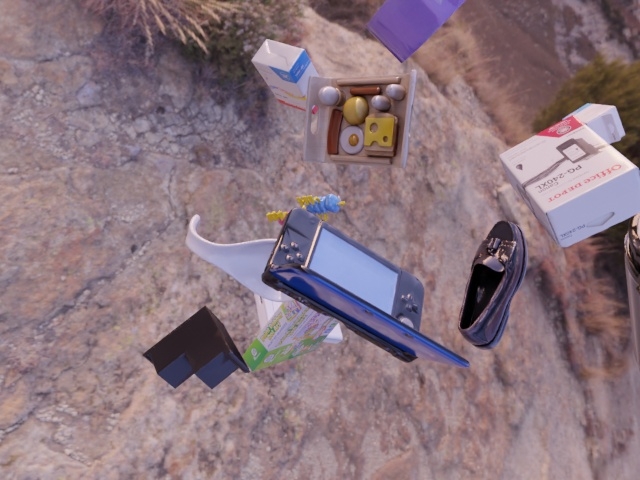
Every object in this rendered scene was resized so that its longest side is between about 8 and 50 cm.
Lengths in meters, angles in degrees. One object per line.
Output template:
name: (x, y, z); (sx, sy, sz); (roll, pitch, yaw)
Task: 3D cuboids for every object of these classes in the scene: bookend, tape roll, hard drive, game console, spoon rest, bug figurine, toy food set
bookend: (-0.240, 0.233, 1.049); (0.156, 0.157, 0.072); (-38, 130, -7)
tape roll: (0.160, -0.361, 0.808); (0.080, 0.189, 0.189); (42, 41, -10)
hard drive: (-0.078, 0.230, 1.901); (0.353, 0.047, 0.233); (18, 47, -44)
game console: (0.077, 0.060, 0.849); (0.293, 0.173, 0.250); (31, 45, -14)
spoon rest: (-0.150, 0.035, 1.089); (0.084, 0.276, 0.137); (-53, 163, -64)
bug figurine: (0.000, 0.000, 1.238); (0.072, 0.216, 0.279); (-52, 129, -40)
toy food set: (0.087, -0.293, 1.321); (0.092, 0.306, 0.220); (-4, 102, -50)

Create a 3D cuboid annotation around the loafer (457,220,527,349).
loafer: (0.377, 0.086, 1.207); (0.095, 0.109, 0.303); (30, 71, -36)

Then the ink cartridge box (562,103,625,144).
ink cartridge box: (0.767, -0.318, 1.528); (0.092, 0.089, 0.143); (58, 3, -18)

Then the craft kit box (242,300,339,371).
craft kit box: (-0.040, 0.206, 1.364); (0.246, 0.250, 0.061); (-2, 46, -50)

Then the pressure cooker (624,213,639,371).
pressure cooker: (0.713, 0.074, 0.914); (0.370, 0.375, 0.421); (-92, 162, -60)

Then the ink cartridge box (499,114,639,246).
ink cartridge box: (0.304, -0.076, 0.670); (0.063, 0.109, 0.150); (53, 15, -32)

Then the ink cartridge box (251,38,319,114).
ink cartridge box: (-0.070, -0.426, 1.479); (0.078, 0.134, 0.231); (-59, 150, -10)
